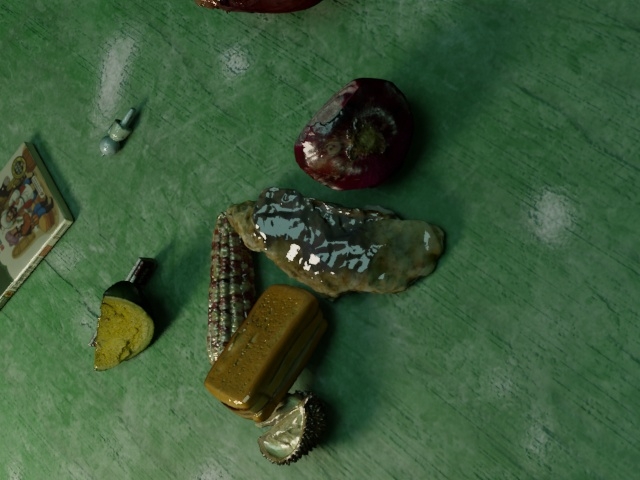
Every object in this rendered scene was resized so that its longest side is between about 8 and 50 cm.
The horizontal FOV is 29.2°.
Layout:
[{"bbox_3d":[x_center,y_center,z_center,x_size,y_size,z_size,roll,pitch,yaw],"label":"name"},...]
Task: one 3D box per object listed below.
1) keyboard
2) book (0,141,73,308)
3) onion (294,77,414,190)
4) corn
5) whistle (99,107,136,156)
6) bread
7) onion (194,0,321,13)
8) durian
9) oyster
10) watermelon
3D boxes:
[{"bbox_3d":[-0.316,0.101,1.971,0.017,0.055,0.166,33,97,16],"label":"keyboard"},{"bbox_3d":[-0.560,-0.016,2.195,0.264,0.027,0.202,-46,59,20],"label":"book"},{"bbox_3d":[0.053,-0.145,1.718,0.173,0.198,0.135,-39,100,7],"label":"onion"},{"bbox_3d":[-0.132,0.074,1.835,0.079,0.079,0.237,-12,71,34],"label":"corn"},{"bbox_3d":[-0.339,-0.180,2.058,0.035,0.035,0.100,46,108,33],"label":"whistle"},{"bbox_3d":[-0.072,0.158,1.741,0.116,0.077,0.200,8,59,54],"label":"bread"},{"bbox_3d":[-0.076,-0.467,1.801,0.281,0.221,0.281,-9,76,40],"label":"onion"},{"bbox_3d":[-0.029,0.254,1.721,0.140,0.071,0.110,-49,49,38],"label":"durian"},{"bbox_3d":[-0.001,-0.002,1.724,0.341,0.110,0.166,26,103,24],"label":"oyster"},{"bbox_3d":[-0.311,0.121,1.941,0.181,0.092,0.075,103,159,-44],"label":"watermelon"}]
